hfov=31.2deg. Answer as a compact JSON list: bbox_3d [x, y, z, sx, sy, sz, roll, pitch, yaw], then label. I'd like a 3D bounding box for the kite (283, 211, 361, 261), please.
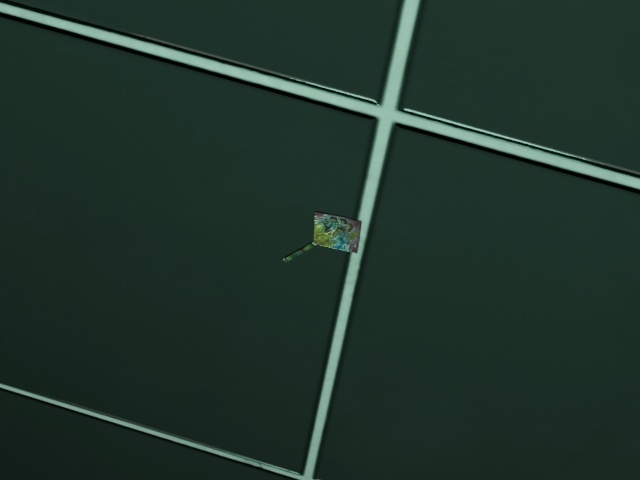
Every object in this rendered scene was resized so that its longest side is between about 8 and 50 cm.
[{"bbox_3d":[0.005,0.003,0.852,0.044,0.002,0.078,27,139,-8],"label":"kite"}]
